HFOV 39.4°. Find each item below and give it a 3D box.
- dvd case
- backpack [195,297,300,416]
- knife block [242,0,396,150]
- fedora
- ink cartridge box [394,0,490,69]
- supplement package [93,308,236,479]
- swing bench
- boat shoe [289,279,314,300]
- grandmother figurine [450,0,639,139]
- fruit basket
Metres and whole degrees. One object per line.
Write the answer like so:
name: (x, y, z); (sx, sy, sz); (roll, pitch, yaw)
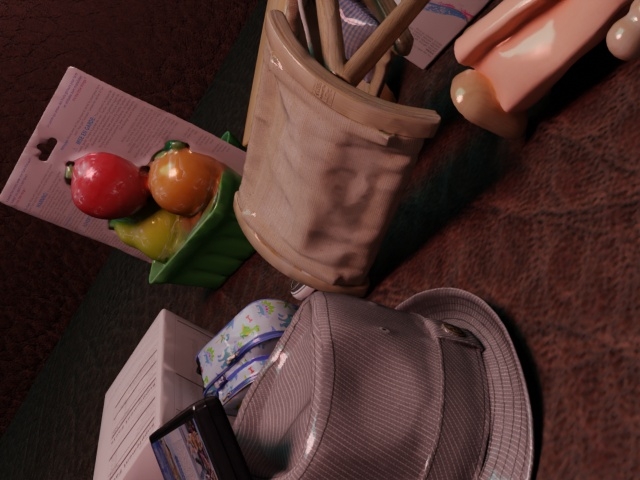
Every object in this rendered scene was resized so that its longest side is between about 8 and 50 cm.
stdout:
dvd case: (-0.070, 0.212, 0.647); (0.022, 0.180, 0.253); (-20, -9, -21)
backpack: (-0.050, 0.119, 0.870); (0.114, 0.105, 0.084); (-49, 43, 25)
knife block: (-0.046, -0.153, 1.058); (0.242, 0.276, 0.088); (-36, 8, -24)
fedora: (0.018, 0.129, 0.624); (0.244, 0.124, 0.275); (-54, 19, 21)
ink cartridge box: (0.146, -0.299, 1.010); (0.175, 0.072, 0.127); (-44, 25, 41)
supplement package: (-0.142, 0.201, 0.924); (0.134, 0.139, 0.244); (-55, 18, 13)
swing bench: (0.014, -0.126, 0.836); (0.253, 0.165, 0.255); (109, 177, -52)
boat shoe: (0.000, 0.000, 1.005); (0.142, 0.040, 0.049); (-58, 18, 7)
grandmother figurine: (0.223, -0.204, 0.620); (0.342, 0.104, 0.208); (-45, 30, 47)
fruit basket: (-0.248, -0.082, 1.298); (0.327, 0.353, 0.165); (-44, 25, 44)
